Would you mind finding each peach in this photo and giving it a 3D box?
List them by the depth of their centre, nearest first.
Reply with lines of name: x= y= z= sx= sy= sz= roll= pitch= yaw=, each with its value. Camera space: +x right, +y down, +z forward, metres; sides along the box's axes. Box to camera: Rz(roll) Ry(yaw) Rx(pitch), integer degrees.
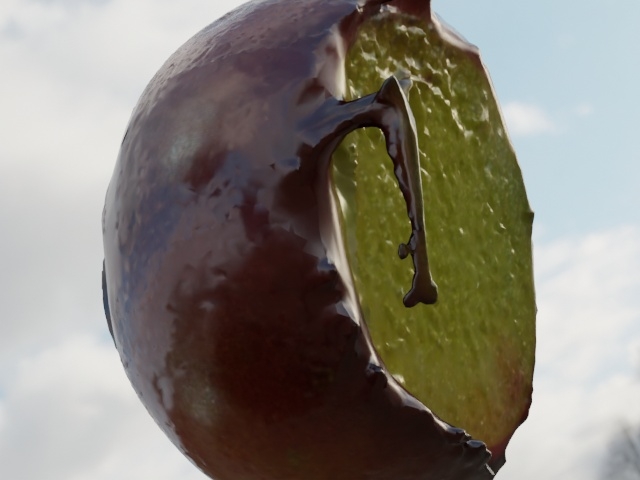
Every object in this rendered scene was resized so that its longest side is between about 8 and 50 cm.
peach: x=-0.012 y=0.015 z=1.336 sx=0.310 sy=0.406 sz=0.335 roll=-7 pitch=13 yaw=27
